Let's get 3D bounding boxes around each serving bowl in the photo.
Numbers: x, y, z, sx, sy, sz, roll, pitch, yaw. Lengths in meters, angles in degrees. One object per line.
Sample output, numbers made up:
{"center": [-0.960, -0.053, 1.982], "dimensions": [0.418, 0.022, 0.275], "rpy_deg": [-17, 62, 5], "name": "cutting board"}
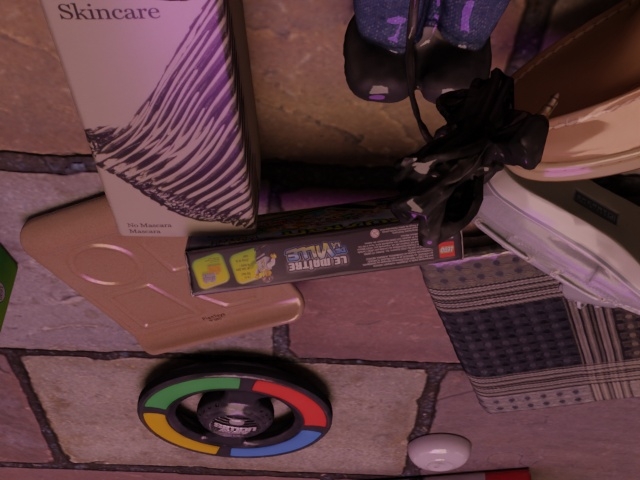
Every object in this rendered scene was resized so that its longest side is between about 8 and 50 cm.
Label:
{"center": [0.154, 0.279, 1.232], "dimensions": [0.083, 0.027, 0.083], "rpy_deg": [1, 145, 1], "name": "serving bowl"}

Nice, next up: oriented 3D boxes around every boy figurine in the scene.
{"center": [0.083, -0.198, 0.520], "dimensions": [0.177, 0.092, 0.285], "rpy_deg": [7, 146, -2], "name": "boy figurine"}

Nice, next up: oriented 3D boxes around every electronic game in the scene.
{"center": [-0.100, 0.204, 1.121], "dimensions": [0.229, 0.048, 0.229], "rpy_deg": [1, 144, 1], "name": "electronic game"}

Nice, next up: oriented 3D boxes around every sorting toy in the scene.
{"center": [-0.142, 0.024, 0.888], "dimensions": [0.193, 0.038, 0.208], "rpy_deg": [-15, 136, 22], "name": "sorting toy"}

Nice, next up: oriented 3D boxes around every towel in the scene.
{"center": [0.283, 0.067, 0.925], "dimensions": [0.324, 0.056, 0.312], "rpy_deg": [-9, 140, 18], "name": "towel"}

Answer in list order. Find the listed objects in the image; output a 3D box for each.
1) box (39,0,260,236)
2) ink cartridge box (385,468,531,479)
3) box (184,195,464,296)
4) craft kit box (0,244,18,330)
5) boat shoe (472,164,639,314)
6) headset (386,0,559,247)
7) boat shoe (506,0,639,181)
{"center": [-0.104, -0.118, 0.633], "dimensions": [0.113, 0.094, 0.275], "rpy_deg": [-2, 145, 3], "name": "box"}
{"center": [0.162, 0.434, 1.301], "dimensions": [0.273, 0.197, 0.114], "rpy_deg": [-7, 143, 12], "name": "ink cartridge box"}
{"center": [0.000, 0.000, 0.756], "dimensions": [0.207, 0.114, 0.036], "rpy_deg": [-8, 102, -4], "name": "box"}
{"center": [-0.417, 0.122, 0.848], "dimensions": [0.247, 0.249, 0.061], "rpy_deg": [-5, 142, 9], "name": "craft kit box"}
{"center": [0.220, 0.010, 0.774], "dimensions": [0.227, 0.079, 0.081], "rpy_deg": [33, 135, -2], "name": "boat shoe"}
{"center": [-0.050, -0.181, 0.373], "dimensions": [0.243, 0.185, 0.394], "rpy_deg": [-35, 100, 35], "name": "headset"}
{"center": [0.245, -0.151, 0.565], "dimensions": [0.341, 0.121, 0.110], "rpy_deg": [-28, 131, 20], "name": "boat shoe"}
